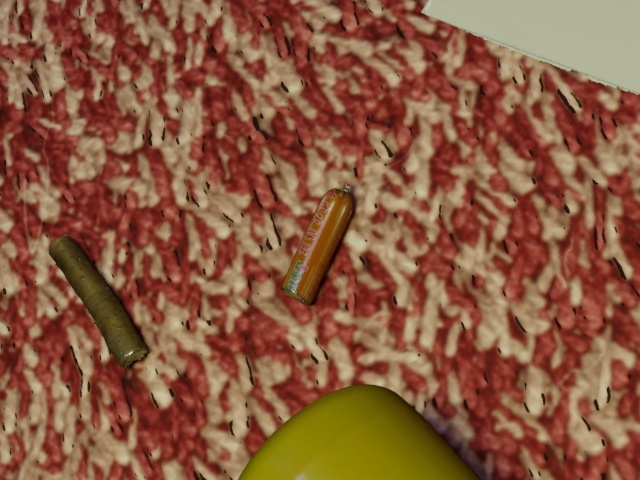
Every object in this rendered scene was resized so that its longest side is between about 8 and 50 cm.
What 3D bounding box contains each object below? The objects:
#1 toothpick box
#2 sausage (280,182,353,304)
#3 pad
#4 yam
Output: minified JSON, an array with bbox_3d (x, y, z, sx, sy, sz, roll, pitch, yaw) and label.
[{"bbox_3d":[0.073,0.248,1.334,0.175,0.175,0.271,-49,60,3],"label":"toothpick box"},{"bbox_3d":[0.000,0.000,1.548,0.031,0.031,0.107,19,81,32],"label":"sausage"},{"bbox_3d":[0.207,-0.220,1.539,0.232,0.004,0.156,25,84,32],"label":"pad"},{"bbox_3d":[-0.195,0.053,1.630,0.032,0.032,0.145,-42,59,7],"label":"yam"}]
